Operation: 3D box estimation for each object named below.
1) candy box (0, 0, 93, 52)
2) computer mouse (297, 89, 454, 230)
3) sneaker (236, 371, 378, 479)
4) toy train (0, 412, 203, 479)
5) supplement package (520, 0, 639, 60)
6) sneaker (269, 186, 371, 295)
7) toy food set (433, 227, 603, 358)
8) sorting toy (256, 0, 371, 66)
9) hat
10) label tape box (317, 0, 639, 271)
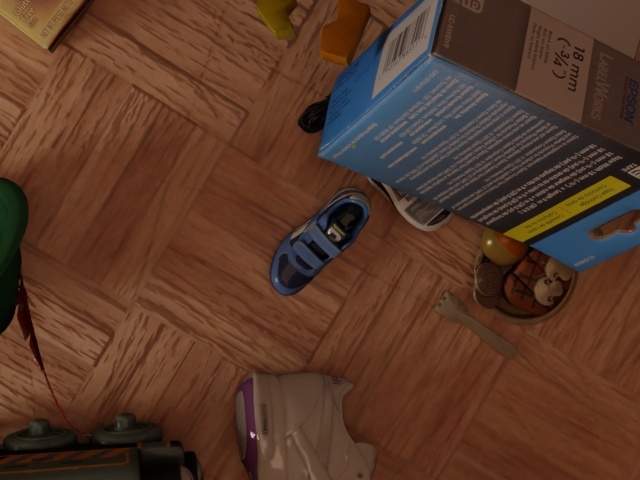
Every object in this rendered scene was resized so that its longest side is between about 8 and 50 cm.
[{"bbox_3d":[-0.336,-0.354,1.154,0.316,0.087,0.183,38,88,-12],"label":"candy box"},{"bbox_3d":[0.072,-0.090,1.280,0.106,0.042,0.193,-39,95,-10],"label":"computer mouse"},{"bbox_3d":[-0.002,0.285,1.240,0.152,0.114,0.305,-3,80,-16],"label":"sneaker"},{"bbox_3d":[-0.279,0.258,1.168,0.334,0.190,0.142,-1,96,-10],"label":"toy train"},{"bbox_3d":[0.237,-0.295,1.237,0.204,0.145,0.262,15,92,-12],"label":"supplement package"},{"bbox_3d":[0.000,0.000,1.263,0.053,0.059,0.144,41,88,-14],"label":"sneaker"},{"bbox_3d":[0.230,0.033,1.319,0.132,0.038,0.192,36,88,-12],"label":"toy food set"},{"bbox_3d":[0.016,-0.326,1.184,0.229,0.041,0.307,19,76,14],"label":"sorting toy"},{"bbox_3d":[-0.323,0.070,1.201,0.173,0.208,0.183,-9,140,27],"label":"hat"},{"bbox_3d":[0.200,-0.105,1.170,0.333,0.240,0.106,22,64,-18],"label":"label tape box"}]
